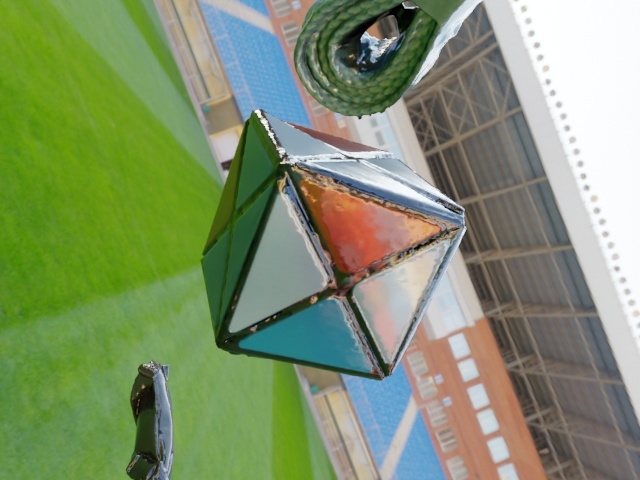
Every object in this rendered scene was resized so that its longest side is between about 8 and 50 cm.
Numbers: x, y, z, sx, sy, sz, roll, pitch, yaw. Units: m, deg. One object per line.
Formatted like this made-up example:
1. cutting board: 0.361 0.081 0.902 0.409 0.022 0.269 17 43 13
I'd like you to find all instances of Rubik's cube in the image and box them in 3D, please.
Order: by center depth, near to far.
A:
1. Rubik's cube: -0.001 0.000 0.778 0.248 0.249 0.247 -116 -135 -61

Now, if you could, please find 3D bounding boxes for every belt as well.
1. belt: 0.082 -0.176 0.298 0.087 0.072 0.302 39 -41 -9

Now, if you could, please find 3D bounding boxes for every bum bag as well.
1. bum bag: -0.295 0.346 1.034 0.142 0.079 0.326 99 -19 -48
